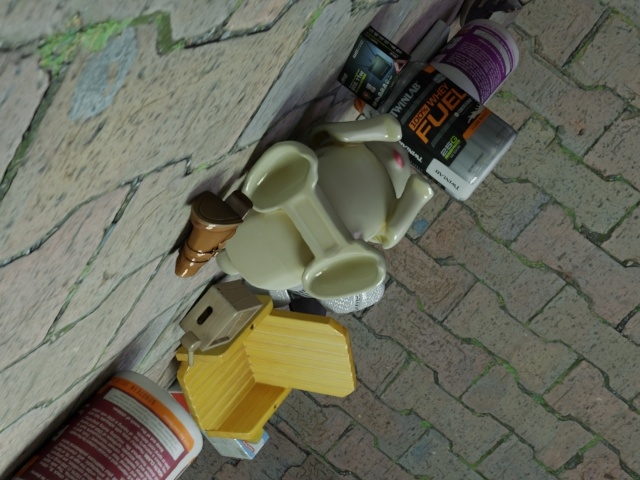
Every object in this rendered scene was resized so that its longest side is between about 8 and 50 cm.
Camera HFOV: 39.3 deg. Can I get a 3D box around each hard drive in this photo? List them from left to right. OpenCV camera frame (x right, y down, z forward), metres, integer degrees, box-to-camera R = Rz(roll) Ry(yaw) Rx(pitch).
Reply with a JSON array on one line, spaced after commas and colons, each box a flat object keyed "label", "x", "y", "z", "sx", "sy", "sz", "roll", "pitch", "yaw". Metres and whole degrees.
[{"label": "hard drive", "x": 0.196, "y": -0.374, "z": 2.157, "sx": 0.307, "sy": 0.040, "sz": 0.203, "roll": -52, "pitch": 174, "yaw": -2}]

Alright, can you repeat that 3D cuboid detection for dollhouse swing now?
[{"label": "dollhouse swing", "x": -0.123, "y": 0.349, "z": 2.237, "sx": 0.315, "sy": 0.305, "sz": 0.346, "roll": -49, "pitch": 145, "yaw": -34}]

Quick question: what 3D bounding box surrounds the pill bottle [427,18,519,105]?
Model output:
[{"label": "pill bottle", "x": 0.330, "y": -0.379, "z": 2.121, "sx": 0.301, "sy": 0.169, "sz": 0.169, "roll": -48, "pitch": 173, "yaw": -30}]

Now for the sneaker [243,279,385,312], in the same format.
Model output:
[{"label": "sneaker", "x": 0.003, "y": 0.073, "z": 2.269, "sx": 0.210, "sy": 0.366, "sz": 0.137, "roll": -57, "pitch": 140, "yaw": -54}]

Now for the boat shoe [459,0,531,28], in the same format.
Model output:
[{"label": "boat shoe", "x": 0.453, "y": -0.613, "z": 2.193, "sx": 0.132, "sy": 0.130, "sz": 0.355, "roll": -48, "pitch": 173, "yaw": -28}]

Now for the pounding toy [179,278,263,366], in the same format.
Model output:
[{"label": "pounding toy", "x": -0.253, "y": 0.180, "z": 1.936, "sx": 0.181, "sy": 0.094, "sz": 0.206, "roll": -48, "pitch": 166, "yaw": 18}]

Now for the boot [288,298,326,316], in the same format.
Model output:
[{"label": "boot", "x": -0.010, "y": 0.055, "z": 2.476, "sx": 0.222, "sy": 0.118, "sz": 0.338, "roll": 116, "pitch": -21, "yaw": -62}]

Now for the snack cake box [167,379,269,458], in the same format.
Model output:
[{"label": "snack cake box", "x": -0.281, "y": 0.478, "z": 2.469, "sx": 0.152, "sy": 0.264, "sz": 0.089, "roll": -8, "pitch": -147, "yaw": 50}]

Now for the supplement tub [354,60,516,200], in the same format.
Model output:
[{"label": "supplement tub", "x": 0.239, "y": -0.248, "z": 1.906, "sx": 0.193, "sy": 0.316, "sz": 0.193, "roll": -51, "pitch": 173, "yaw": -8}]

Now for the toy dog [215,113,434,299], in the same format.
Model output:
[{"label": "toy dog", "x": 0.029, "y": -0.066, "z": 1.663, "sx": 0.395, "sy": 0.284, "sz": 0.408, "roll": -39, "pitch": -177, "yaw": 39}]

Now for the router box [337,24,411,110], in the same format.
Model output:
[{"label": "router box", "x": 0.093, "y": -0.301, "z": 1.572, "sx": 0.038, "sy": 0.092, "sz": 0.122, "roll": -46, "pitch": 172, "yaw": -38}]

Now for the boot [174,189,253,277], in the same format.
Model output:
[{"label": "boot", "x": -0.186, "y": -0.001, "z": 1.413, "sx": 0.152, "sy": 0.073, "sz": 0.197, "roll": -48, "pitch": 172, "yaw": 16}]

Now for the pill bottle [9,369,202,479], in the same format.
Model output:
[{"label": "pill bottle", "x": -0.418, "y": 0.444, "z": 1.616, "sx": 0.392, "sy": 0.224, "sz": 0.224, "roll": -47, "pitch": 173, "yaw": -32}]
